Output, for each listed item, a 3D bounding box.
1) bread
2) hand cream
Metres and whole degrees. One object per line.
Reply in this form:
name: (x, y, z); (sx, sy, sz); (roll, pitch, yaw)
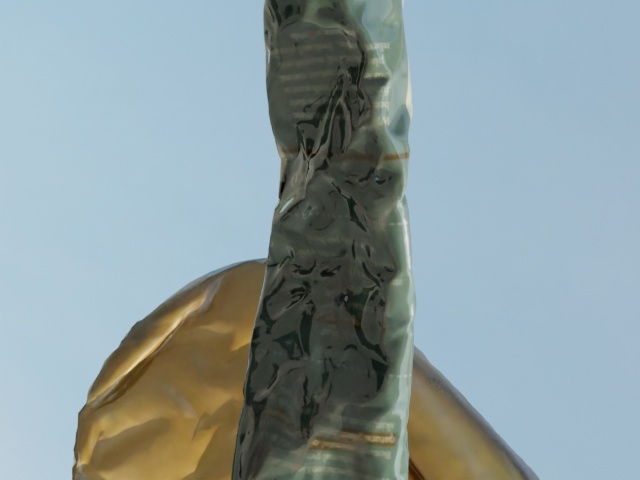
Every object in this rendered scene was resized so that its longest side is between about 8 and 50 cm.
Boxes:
bread: (0.006, 0.157, 0.950); (0.288, 0.204, 0.156); (41, -13, 10)
hand cream: (-0.001, 0.000, 0.700); (0.075, 0.052, 0.248); (5, -87, 34)
